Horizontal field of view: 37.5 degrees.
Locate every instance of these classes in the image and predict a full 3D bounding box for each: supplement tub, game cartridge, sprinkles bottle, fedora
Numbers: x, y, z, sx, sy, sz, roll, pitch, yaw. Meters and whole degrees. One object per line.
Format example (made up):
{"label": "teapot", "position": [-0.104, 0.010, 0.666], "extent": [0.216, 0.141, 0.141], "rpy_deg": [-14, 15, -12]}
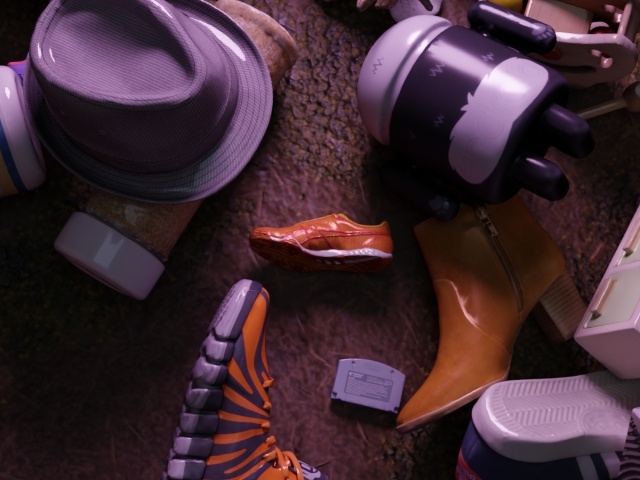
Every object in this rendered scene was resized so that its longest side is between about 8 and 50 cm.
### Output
{"label": "supplement tub", "position": [-0.422, -0.104, 1.048], "extent": [0.200, 0.144, 0.144], "rpy_deg": [-16, 83, -9]}
{"label": "game cartridge", "position": [0.058, 0.172, 1.131], "extent": [0.083, 0.017, 0.055], "rpy_deg": [15, 82, -5]}
{"label": "sprinkles bottle", "position": [-0.163, -0.108, 1.094], "extent": [0.121, 0.121, 0.355], "rpy_deg": [31, 78, -1]}
{"label": "fedora", "position": [-0.192, -0.175, 0.985], "extent": [0.276, 0.124, 0.243], "rpy_deg": [32, 80, 10]}

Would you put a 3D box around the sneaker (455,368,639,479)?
{"label": "sneaker", "position": [0.309, 0.244, 1.110], "extent": [0.350, 0.131, 0.148], "rpy_deg": [6, 124, -23]}

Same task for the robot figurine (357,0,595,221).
{"label": "robot figurine", "position": [0.176, -0.150, 1.098], "extent": [0.278, 0.173, 0.209], "rpy_deg": [31, 57, 21]}

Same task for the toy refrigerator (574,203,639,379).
{"label": "toy refrigerator", "position": [0.411, 0.027, 1.120], "extent": [0.094, 0.102, 0.269], "rpy_deg": [40, 65, -13]}

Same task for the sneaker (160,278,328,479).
{"label": "sneaker", "position": [-0.069, 0.214, 1.066], "extent": [0.180, 0.124, 0.321], "rpy_deg": [16, 90, -9]}

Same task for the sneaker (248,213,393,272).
{"label": "sneaker", "position": [0.000, 0.000, 1.138], "extent": [0.175, 0.064, 0.067], "rpy_deg": [5, 60, -12]}

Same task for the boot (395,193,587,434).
{"label": "boot", "position": [0.163, 0.076, 1.126], "extent": [0.295, 0.104, 0.211], "rpy_deg": [-30, 80, -16]}

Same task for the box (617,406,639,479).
{"label": "box", "position": [0.384, 0.311, 1.025], "extent": [0.094, 0.113, 0.275], "rpy_deg": [-8, 120, -14]}

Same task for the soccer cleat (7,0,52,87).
{"label": "soccer cleat", "position": [-0.253, -0.300, 1.126], "extent": [0.117, 0.108, 0.318], "rpy_deg": [26, 82, 3]}

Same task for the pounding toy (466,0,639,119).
{"label": "pounding toy", "position": [0.303, -0.227, 1.159], "extent": [0.270, 0.154, 0.154], "rpy_deg": [20, 78, -3]}

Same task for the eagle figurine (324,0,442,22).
{"label": "eagle figurine", "position": [0.029, -0.408, 1.161], "extent": [0.298, 0.225, 0.226], "rpy_deg": [33, 32, 32]}
